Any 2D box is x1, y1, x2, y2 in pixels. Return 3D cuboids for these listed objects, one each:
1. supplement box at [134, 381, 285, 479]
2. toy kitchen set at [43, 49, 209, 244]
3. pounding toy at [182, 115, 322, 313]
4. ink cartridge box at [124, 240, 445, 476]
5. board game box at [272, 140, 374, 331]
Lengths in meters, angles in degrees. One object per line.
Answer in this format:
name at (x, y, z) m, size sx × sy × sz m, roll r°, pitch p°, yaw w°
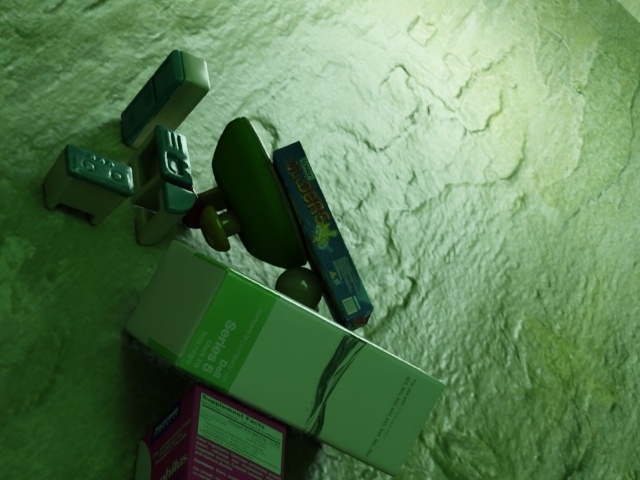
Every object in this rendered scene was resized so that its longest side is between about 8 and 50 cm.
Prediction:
supplement box at (-0.109, 0.261, 1.840) m, size 0.114 × 0.111 × 0.220 m, roll 30°, pitch 34°, yaw -20°
toy kitchen set at (-0.215, -0.121, 2.149) m, size 0.166 × 0.122 × 0.207 m, roll 21°, pitch 38°, yaw -32°
pounding toy at (-0.089, -0.012, 2.175) m, size 0.183 × 0.110 × 0.237 m, roll 113°, pitch -46°, yaw -82°
ink cartridge box at (-0.038, 0.120, 1.992) m, size 0.273 × 0.115 × 0.198 m, roll 29°, pitch -3°, yaw -22°
board game box at (0.000, 0.000, 2.138) m, size 0.136 × 0.035 × 0.201 m, roll 105°, pitch -38°, yaw -80°
